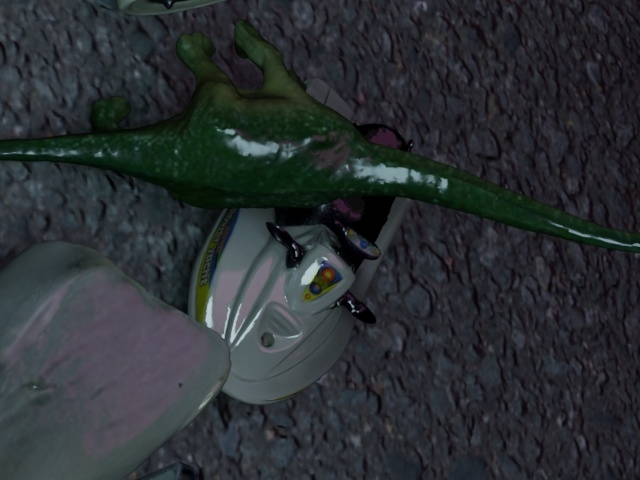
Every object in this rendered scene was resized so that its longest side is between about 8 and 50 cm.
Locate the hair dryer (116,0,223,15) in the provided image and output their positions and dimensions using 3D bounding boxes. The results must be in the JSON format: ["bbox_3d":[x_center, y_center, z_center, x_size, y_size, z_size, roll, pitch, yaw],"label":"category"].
[{"bbox_3d":[-0.196,-0.250,1.281,0.362,0.128,0.203,-13,89,-38],"label":"hair dryer"}]

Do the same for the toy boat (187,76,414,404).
[{"bbox_3d":[-0.002,-0.001,1.382,0.141,0.141,0.269,50,34,-23],"label":"toy boat"}]

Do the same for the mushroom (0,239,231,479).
[{"bbox_3d":[-0.198,0.139,1.140,0.328,0.159,0.122,-54,161,-35],"label":"mushroom"}]

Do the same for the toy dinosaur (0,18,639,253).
[{"bbox_3d":[-0.014,-0.029,1.255,0.447,0.087,0.301,-15,47,-22],"label":"toy dinosaur"}]

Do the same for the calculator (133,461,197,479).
[{"bbox_3d":[-0.148,0.260,1.141,0.021,0.161,0.261,29,57,-23],"label":"calculator"}]
